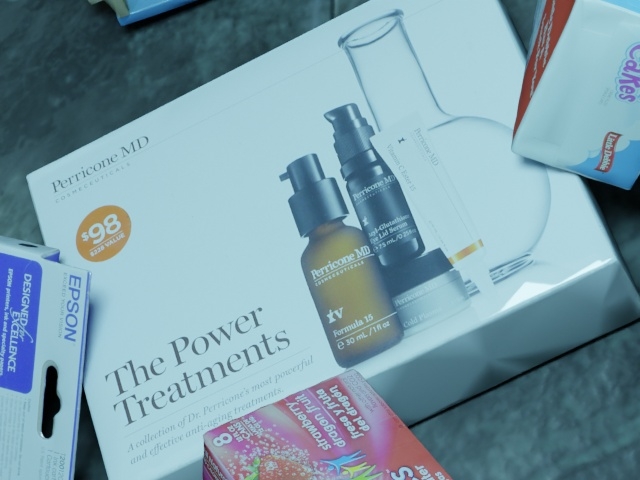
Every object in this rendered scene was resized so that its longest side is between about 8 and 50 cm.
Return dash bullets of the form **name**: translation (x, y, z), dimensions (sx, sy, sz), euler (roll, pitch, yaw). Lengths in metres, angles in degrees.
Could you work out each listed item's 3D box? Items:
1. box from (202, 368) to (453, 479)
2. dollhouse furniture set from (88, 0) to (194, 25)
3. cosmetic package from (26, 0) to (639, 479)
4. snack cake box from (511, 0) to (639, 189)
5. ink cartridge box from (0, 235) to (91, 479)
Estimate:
- **box**: translation (0.037, 0.218, 1.202), dimensions (0.122, 0.128, 0.257), euler (-21, 46, -24)
- **dollhouse furniture set**: translation (-0.105, -0.361, 1.497), dimensions (0.303, 0.286, 0.198), euler (-20, 53, 6)
- **cosmetic package**: translation (0.000, 0.000, 1.384), dimensions (0.377, 0.097, 0.284), euler (-26, 55, 9)
- **snack cake box**: translation (0.205, -0.186, 1.302), dimensions (0.089, 0.152, 0.264), euler (18, 51, -3)
- **ink cartridge box**: translation (-0.247, 0.096, 1.412), dimensions (0.208, 0.045, 0.206), euler (14, 104, 28)
